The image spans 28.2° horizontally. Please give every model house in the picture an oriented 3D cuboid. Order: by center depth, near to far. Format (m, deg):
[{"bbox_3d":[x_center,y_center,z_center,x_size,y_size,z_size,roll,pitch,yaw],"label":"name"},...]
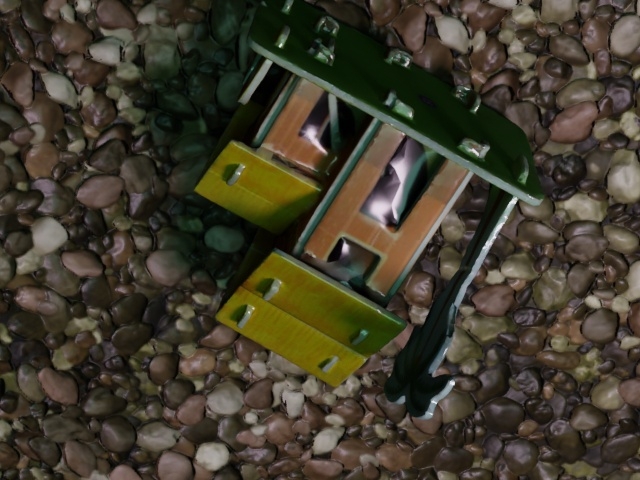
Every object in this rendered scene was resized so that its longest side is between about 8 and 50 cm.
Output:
[{"bbox_3d":[0.000,0.000,1.185,0.300,0.340,0.323,27,114,-10],"label":"model house"}]
